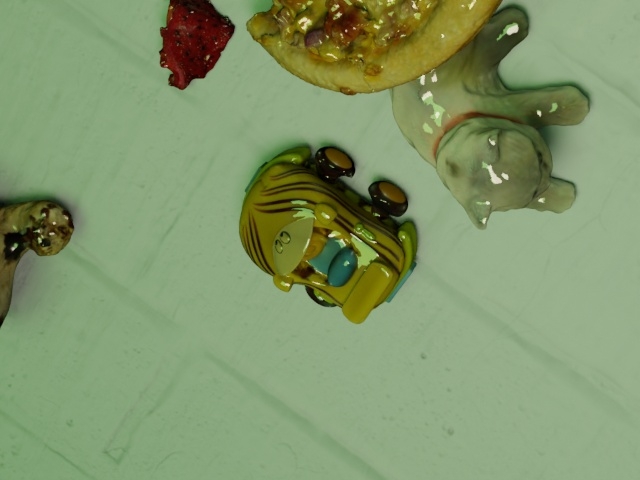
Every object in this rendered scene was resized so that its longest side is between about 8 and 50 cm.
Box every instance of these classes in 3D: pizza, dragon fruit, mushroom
[{"bbox_3d":[0.060,-0.308,1.491,0.409,0.114,0.278,3,96,43],"label":"pizza"},{"bbox_3d":[-0.184,-0.258,1.690,0.097,0.063,0.131,37,121,3],"label":"dragon fruit"},{"bbox_3d":[-0.516,0.034,1.889,0.254,0.267,0.267,12,122,-22],"label":"mushroom"}]

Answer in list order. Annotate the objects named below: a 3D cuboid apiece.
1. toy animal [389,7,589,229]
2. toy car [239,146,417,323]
[{"bbox_3d":[0.179,-0.176,1.521,0.266,0.188,0.308,22,123,22],"label":"toy animal"},{"bbox_3d":[0.000,0.000,1.683,0.248,0.142,0.200,32,119,4],"label":"toy car"}]
